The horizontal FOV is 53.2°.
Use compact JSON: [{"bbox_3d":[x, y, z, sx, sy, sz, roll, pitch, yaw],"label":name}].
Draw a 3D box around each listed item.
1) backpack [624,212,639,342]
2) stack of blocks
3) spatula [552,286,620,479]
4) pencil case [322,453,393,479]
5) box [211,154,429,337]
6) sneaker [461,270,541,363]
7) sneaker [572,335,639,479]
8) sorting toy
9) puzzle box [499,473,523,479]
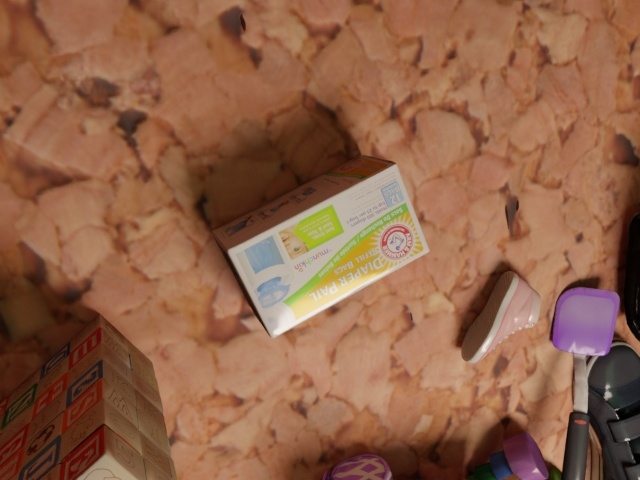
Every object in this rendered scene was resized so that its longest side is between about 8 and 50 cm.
[{"bbox_3d":[0.497,0.063,0.862,0.144,0.166,0.189,4,104,-10],"label":"backpack"},{"bbox_3d":[-0.231,0.199,0.575,0.171,0.297,0.087,-43,112,-6],"label":"stack of blocks"},{"bbox_3d":[0.355,0.213,0.878,0.084,0.030,0.297,8,79,7],"label":"spatula"},{"bbox_3d":[0.076,0.382,0.841,0.088,0.086,0.206,-12,108,19],"label":"pencil case"},{"bbox_3d":[0.000,0.000,0.712,0.203,0.103,0.114,-29,109,-11],"label":"box"},{"bbox_3d":[0.246,0.114,0.850,0.070,0.051,0.134,31,87,-17],"label":"sneaker"},{"bbox_3d":[0.462,0.299,0.928,0.126,0.127,0.321,-19,106,-12],"label":"sneaker"},{"bbox_3d":[0.335,0.436,0.946,0.126,0.127,0.366,-31,110,22],"label":"sorting toy"},{"bbox_3d":[0.133,0.514,0.825,0.272,0.052,0.409,-9,117,-34],"label":"puzzle box"}]
